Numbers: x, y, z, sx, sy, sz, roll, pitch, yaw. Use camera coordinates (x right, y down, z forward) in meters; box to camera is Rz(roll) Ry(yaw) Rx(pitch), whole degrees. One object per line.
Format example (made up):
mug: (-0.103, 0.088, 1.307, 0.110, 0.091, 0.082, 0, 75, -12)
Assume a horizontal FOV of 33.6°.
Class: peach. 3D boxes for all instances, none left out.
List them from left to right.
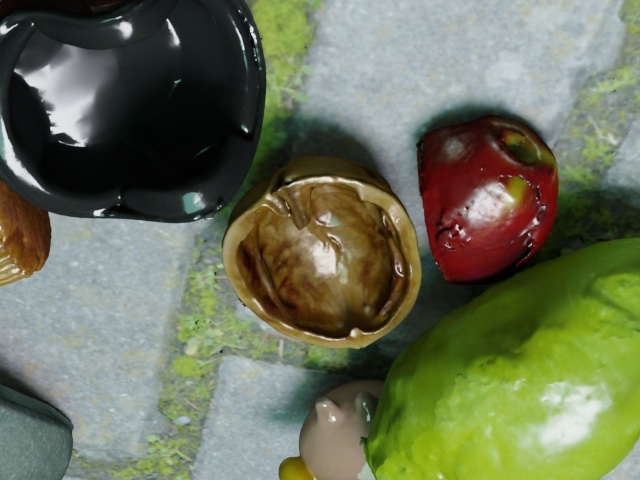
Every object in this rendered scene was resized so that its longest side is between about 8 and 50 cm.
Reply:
peach: (0.138, -0.022, 0.912, 0.127, 0.092, 0.172, 6, 129, -8)

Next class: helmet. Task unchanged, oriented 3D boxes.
helmet: (-0.145, -0.114, 0.768, 0.216, 0.193, 0.189, -28, 127, -12)

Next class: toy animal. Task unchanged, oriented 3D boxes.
toy animal: (0.055, 0.242, 1.115, 0.165, 0.149, 0.248, 2, 141, 22)

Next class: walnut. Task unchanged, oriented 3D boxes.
walnut: (0.000, 0.000, 0.936, 0.167, 0.087, 0.211, -16, 131, 6)

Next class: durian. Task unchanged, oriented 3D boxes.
durian: (0.189, 0.126, 0.947, 0.204, 0.256, 0.339, 47, 143, 13)

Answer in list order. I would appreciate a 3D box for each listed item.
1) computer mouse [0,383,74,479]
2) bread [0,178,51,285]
computer mouse: (-0.388, 0.209, 1.036, 0.203, 0.114, 0.374, -48, 139, 10)
bread: (-0.284, -0.053, 0.837, 0.104, 0.199, 0.199, -18, 130, -1)
